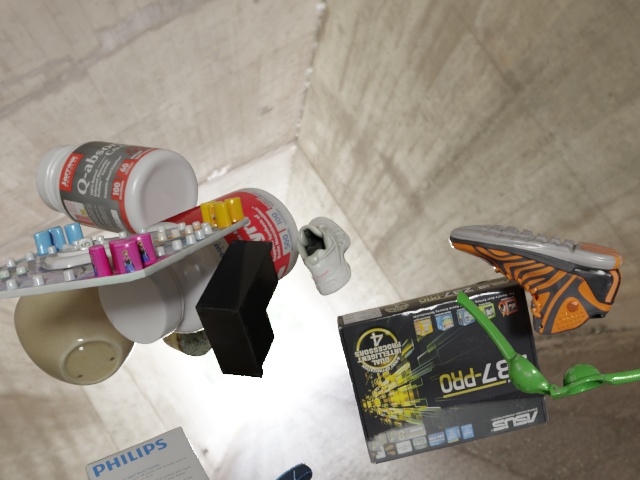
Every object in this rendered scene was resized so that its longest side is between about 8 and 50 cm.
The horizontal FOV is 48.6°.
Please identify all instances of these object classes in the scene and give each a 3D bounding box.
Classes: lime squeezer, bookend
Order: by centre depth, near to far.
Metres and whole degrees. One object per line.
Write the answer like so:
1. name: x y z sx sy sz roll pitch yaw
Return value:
1. lime squeezer: 0.314 0.156 0.913 0.110 0.311 0.058 -60 -30 -33
2. bookend: -0.117 0.107 1.131 0.072 0.156 0.157 3 42 19

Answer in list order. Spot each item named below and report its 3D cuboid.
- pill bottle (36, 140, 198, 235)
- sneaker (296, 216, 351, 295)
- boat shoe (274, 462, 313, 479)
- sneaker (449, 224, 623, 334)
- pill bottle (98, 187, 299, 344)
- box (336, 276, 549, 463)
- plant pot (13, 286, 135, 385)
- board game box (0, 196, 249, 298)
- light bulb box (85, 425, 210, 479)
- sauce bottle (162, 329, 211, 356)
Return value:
1. pill bottle: -0.483 -0.124 1.659 0.363 0.210 0.210 10 20 33
2. sneaker: 0.000 0.000 1.381 0.090 0.115 0.232 -30 29 9
3. boat shoe: -0.103 0.670 1.760 0.258 0.089 0.109 -42 -41 -25
4. sneaker: 0.388 0.078 1.338 0.125 0.321 0.180 -20 -60 -57
5. pill bottle: -0.239 0.048 1.448 0.229 0.229 0.408 -39 -5 38
6. box: 0.258 0.273 1.511 0.395 0.318 0.097 -13 12 0
7. plant pot: -0.540 0.219 1.623 0.284 0.191 0.284 -14 -54 -21
8. board game box: -0.353 0.011 1.067 0.390 0.050 0.390 -8 10 16
9. light bulb box: -0.318 0.667 1.497 0.225 0.361 0.357 -17 -49 -28
10. sauce bottle: -0.423 0.282 2.151 0.111 0.111 0.344 -30 11 -25
